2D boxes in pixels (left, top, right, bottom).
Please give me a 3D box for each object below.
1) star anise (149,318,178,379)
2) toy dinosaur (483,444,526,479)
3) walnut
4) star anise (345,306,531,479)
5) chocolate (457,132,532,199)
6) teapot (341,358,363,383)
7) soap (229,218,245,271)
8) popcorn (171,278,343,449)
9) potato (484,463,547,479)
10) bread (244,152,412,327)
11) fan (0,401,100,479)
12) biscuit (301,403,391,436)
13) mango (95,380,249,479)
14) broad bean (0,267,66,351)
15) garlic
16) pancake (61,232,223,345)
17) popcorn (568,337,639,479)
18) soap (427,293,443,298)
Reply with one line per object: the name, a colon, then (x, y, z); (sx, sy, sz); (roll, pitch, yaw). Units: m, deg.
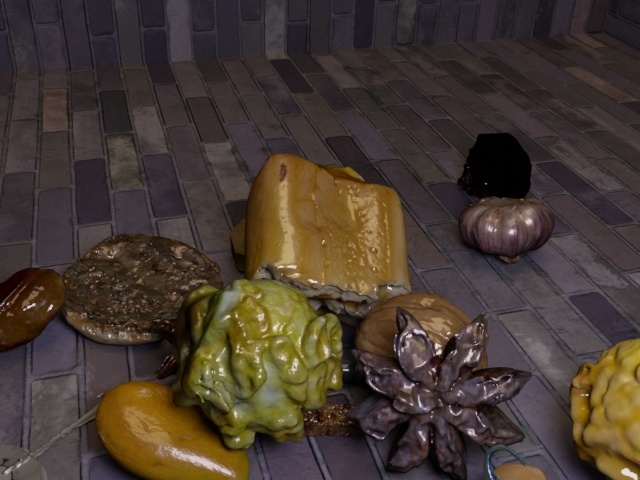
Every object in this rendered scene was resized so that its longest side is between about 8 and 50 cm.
star anise: (-0.211, 0.211, 1.485); (0.288, 0.088, 0.288); (5, 42, -5)
toy dinosaur: (0.288, 0.482, 1.039); (0.147, 0.076, 0.363); (-22, 67, -8)
walnut: (0.187, 0.211, 1.406); (0.261, 0.225, 0.225); (19, 36, 20)
star anise: (0.192, 0.267, 1.238); (0.331, 0.332, 0.117); (11, 11, 13)
chocolate: (0.482, -0.184, 2.149); (0.224, 0.206, 0.177); (-8, -12, -33)
teapot: (0.044, 0.264, 1.476); (0.083, 0.063, 0.049); (4, 64, -2)
soap: (-0.114, 0.028, 1.802); (0.232, 0.073, 0.140); (14, 35, 18)
popcorn: (-0.105, 0.212, 1.272); (0.312, 0.312, 0.312); (2, 32, -1)
potato: (0.303, 0.432, 1.162); (0.118, 0.109, 0.178); (27, 38, 12)
bread: (0.000, 0.000, 1.609); (0.361, 0.250, 0.394); (12, 52, -23)
fan: (-0.521, 0.386, 1.271); (0.233, 0.012, 0.414); (22, 38, 28)
biscuit: (0.034, 0.333, 1.369); (0.199, 0.034, 0.064); (2, 33, -2)
mango: (-0.259, 0.338, 1.268); (0.316, 0.119, 0.176); (22, 25, 11)
broad bean: (-0.632, 0.145, 1.522); (0.228, 0.122, 0.156); (-34, 36, -22)
garlic: (0.470, -0.025, 1.858); (0.244, 0.161, 0.245); (-9, 14, 2)
pancake: (-0.403, 0.107, 1.664); (0.382, 0.071, 0.382); (4, 34, -3)
popcorn: (0.574, 0.329, 1.179); (0.349, 0.349, 0.382); (12, 59, 15)
soap: (0.221, 0.157, 1.646); (0.140, 0.045, 0.089); (-7, 36, -15)
